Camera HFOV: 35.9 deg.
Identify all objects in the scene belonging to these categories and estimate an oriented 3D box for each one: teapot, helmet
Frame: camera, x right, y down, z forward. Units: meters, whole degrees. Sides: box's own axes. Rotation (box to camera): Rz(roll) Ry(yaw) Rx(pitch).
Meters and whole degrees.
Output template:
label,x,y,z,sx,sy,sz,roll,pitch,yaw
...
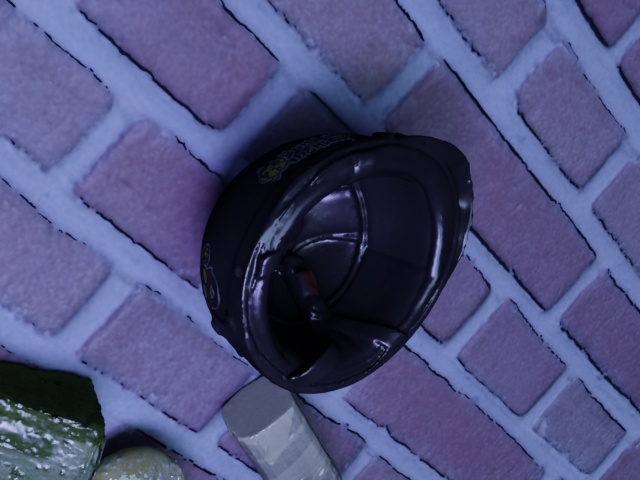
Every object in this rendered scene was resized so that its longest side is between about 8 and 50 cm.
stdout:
label,x,y,z,sx,sy,sz,roll,pitch,yaw
teapot,-0.021,0.246,1.056,0.077,0.107,0.200,-37,128,-14
helmet,0.000,0.000,0.912,0.279,0.160,0.230,-35,129,-30

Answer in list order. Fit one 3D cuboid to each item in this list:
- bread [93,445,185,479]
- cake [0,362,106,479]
label,x,y,z,sx,sy,sz,roll,pitch,yaw
bread,-0.223,0.340,1.001,0.207,0.056,0.286,-20,127,-21
cake,-0.312,0.154,0.879,0.235,0.099,0.100,21,104,-17
